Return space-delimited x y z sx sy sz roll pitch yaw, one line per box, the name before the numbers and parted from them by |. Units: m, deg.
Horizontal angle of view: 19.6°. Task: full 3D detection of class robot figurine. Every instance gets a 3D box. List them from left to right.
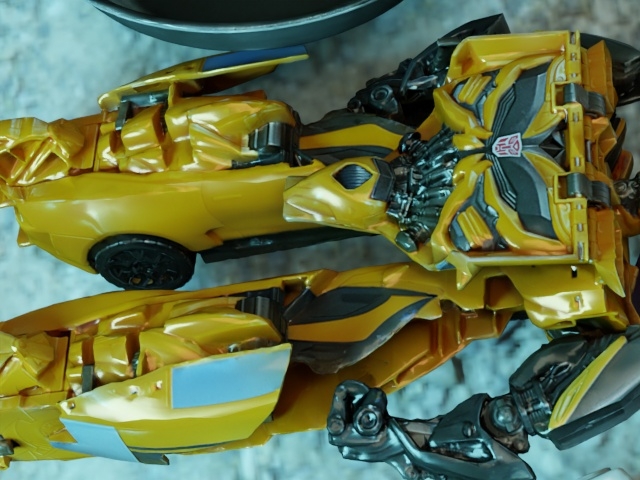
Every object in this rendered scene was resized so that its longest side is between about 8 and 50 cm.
robot figurine | 0.000 0.000 0.719 0.291 0.085 0.211 -10 54 17

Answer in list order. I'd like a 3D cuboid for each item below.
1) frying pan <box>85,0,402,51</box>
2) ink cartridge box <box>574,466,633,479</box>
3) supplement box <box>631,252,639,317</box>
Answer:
frying pan | -0.087 -0.150 0.785 0.326 0.053 0.197 5 49 13
ink cartridge box | 0.092 0.189 0.694 0.128 0.127 0.176 -24 79 3
supplement box | 0.204 -0.059 0.716 0.073 0.130 0.239 23 83 -10
